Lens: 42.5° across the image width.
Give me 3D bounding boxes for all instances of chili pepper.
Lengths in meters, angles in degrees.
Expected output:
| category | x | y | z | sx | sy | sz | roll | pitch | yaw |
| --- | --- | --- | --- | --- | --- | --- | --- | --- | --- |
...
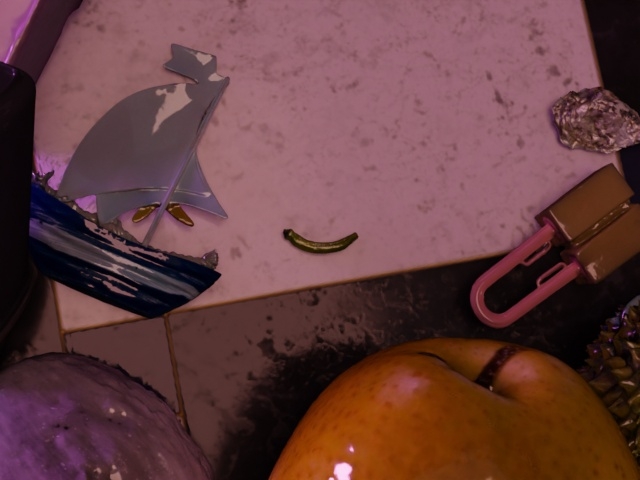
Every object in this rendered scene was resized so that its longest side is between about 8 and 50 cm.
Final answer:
| category | x | y | z | sx | sy | sz | roll | pitch | yaw |
| --- | --- | --- | --- | --- | --- | --- | --- | --- | --- |
| chili pepper | 0.000 | 0.000 | 0.886 | 0.083 | 0.017 | 0.030 | 9 | 79 | -10 |

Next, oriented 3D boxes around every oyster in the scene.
| category | x | y | z | sx | sy | sz | roll | pitch | yaw |
| --- | --- | --- | --- | --- | --- | --- | --- | --- | --- |
| oyster | 0.327 | -0.139 | 0.964 | 0.100 | 0.037 | 0.098 | -28 | 89 | -14 |

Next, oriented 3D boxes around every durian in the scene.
| category | x | y | z | sx | sy | sz | roll | pitch | yaw |
| --- | --- | --- | --- | --- | --- | --- | --- | --- | --- |
| durian | 0.391 | 0.148 | 0.836 | 0.291 | 0.291 | 0.224 | -30 | 78 | -14 |

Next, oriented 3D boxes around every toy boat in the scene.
| category | x | y | z | sx | sy | sz | roll | pitch | yaw |
| --- | --- | --- | --- | --- | --- | --- | --- | --- | --- |
| toy boat | -0.172 | -0.078 | 0.839 | 0.221 | 0.067 | 0.291 | 24 | 75 | -7 |

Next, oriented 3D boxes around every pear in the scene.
| category | x | y | z | sx | sy | sz | roll | pitch | yaw |
| --- | --- | --- | --- | --- | --- | --- | --- | --- | --- |
| pear | 0.110 | 0.285 | 0.705 | 0.363 | 0.362 | 0.418 | -4 | 112 | -13 |

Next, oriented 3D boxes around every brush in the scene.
| category | x | y | z | sx | sy | sz | roll | pitch | yaw |
| --- | --- | --- | --- | --- | --- | --- | --- | --- | --- |
| brush | 0.262 | 0.019 | 0.926 | 0.233 | 0.047 | 0.103 | -34 | 91 | -13 |

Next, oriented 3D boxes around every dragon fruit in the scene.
| category | x | y | z | sx | sy | sz | roll | pitch | yaw |
| --- | --- | --- | --- | --- | --- | --- | --- | --- | --- |
| dragon fruit | -0.252 | 0.222 | 0.707 | 0.283 | 0.204 | 0.221 | -37 | 91 | -15 |

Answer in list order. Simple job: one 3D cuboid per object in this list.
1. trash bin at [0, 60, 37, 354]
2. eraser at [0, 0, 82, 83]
| category | x | y | z | sx | sy | sz | roll | pitch | yaw |
| --- | --- | --- | --- | --- | --- | --- | --- | --- | --- |
| trash bin | -0.352 | -0.016 | 0.695 | 0.210 | 0.182 | 0.290 | 17 | 121 | -3 |
| eraser | -0.417 | -0.283 | 0.766 | 0.359 | 0.122 | 0.272 | 27 | 86 | -7 |
